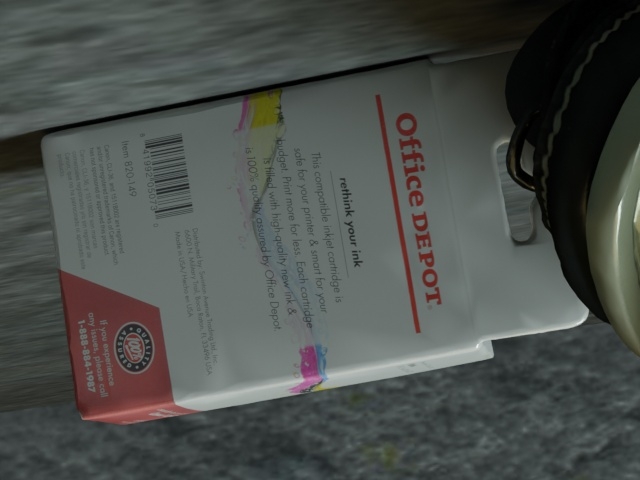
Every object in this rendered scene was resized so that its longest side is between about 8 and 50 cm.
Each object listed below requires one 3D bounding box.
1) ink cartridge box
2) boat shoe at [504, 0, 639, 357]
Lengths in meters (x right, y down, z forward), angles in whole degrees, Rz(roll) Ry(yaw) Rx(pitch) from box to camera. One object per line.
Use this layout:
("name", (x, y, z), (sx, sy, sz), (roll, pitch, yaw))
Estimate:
("ink cartridge box", (0.000, 0.000, 0.778), (0.198, 0.115, 0.067), (-10, 171, 8))
("boat shoe", (0.122, -0.039, 0.687), (0.113, 0.127, 0.340), (30, -164, 22))
